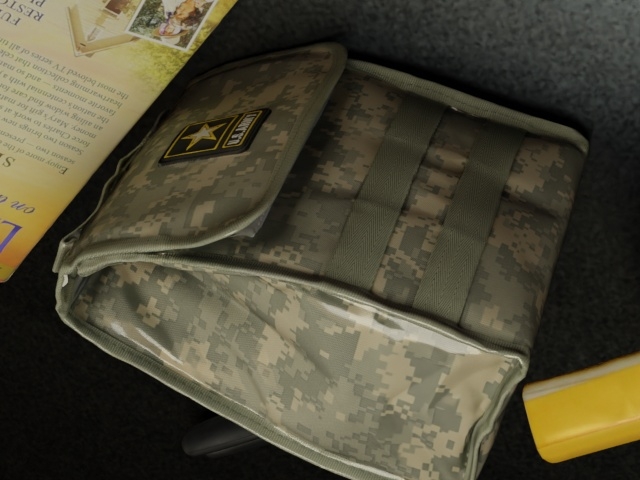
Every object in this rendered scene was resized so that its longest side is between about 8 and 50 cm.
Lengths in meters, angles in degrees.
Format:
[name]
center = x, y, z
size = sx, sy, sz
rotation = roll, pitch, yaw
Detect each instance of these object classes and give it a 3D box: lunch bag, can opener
[lunch bag]
center = 0.000, 0.000, 1.114
size = 0.287, 0.235, 0.169
rotation = 20, 129, 5
[can opener]
center = -0.023, 0.126, 1.317
size = 0.186, 0.073, 0.059
rotation = -29, 147, 33

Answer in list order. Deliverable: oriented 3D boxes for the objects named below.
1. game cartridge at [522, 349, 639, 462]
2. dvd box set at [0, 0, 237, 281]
[game cartridge]
center = 0.313, 0.054, 1.030
size = 0.324, 0.285, 0.052
rotation = -17, 83, 26
[dvd box set]
center = -0.216, -0.170, 1.084
size = 0.308, 0.062, 0.420
rotation = 23, 124, -32
